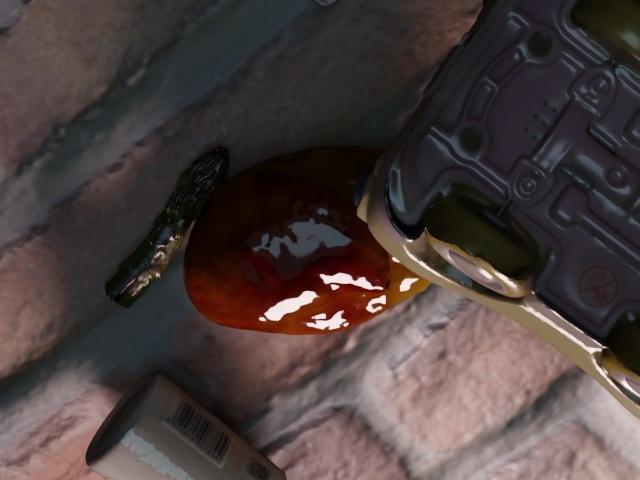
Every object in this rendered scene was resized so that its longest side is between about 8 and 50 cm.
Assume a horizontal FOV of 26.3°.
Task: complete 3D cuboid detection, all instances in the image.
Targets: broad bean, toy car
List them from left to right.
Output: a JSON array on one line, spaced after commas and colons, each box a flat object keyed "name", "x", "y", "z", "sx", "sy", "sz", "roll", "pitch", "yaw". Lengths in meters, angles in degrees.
[{"name": "broad bean", "x": 0.000, "y": 0.003, "z": 1.104, "sx": 0.229, "sy": 0.122, "sz": 0.156, "roll": -9, "pitch": 105, "yaw": 6}, {"name": "toy car", "x": 0.213, "y": -0.024, "z": 1.038, "sx": 0.336, "sy": 0.226, "sz": 0.242, "roll": 34, "pitch": 84, "yaw": -4}]

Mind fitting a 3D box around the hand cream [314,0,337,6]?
[{"name": "hand cream", "x": -0.056, "y": -0.338, "z": 1.026, "sx": 0.124, "sy": 0.078, "sz": 0.340, "roll": -38, "pitch": 108, "yaw": 10}]

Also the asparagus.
[{"name": "asparagus", "x": -0.125, "y": -0.013, "z": 1.145, "sx": 0.036, "sy": 0.030, "sz": 0.165, "roll": 35, "pitch": 105, "yaw": 0}]

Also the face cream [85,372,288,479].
[{"name": "face cream", "x": -0.078, "y": 0.227, "z": 1.185, "sx": 0.252, "sy": 0.101, "sz": 0.101, "roll": 41, "pitch": 103, "yaw": -12}]
